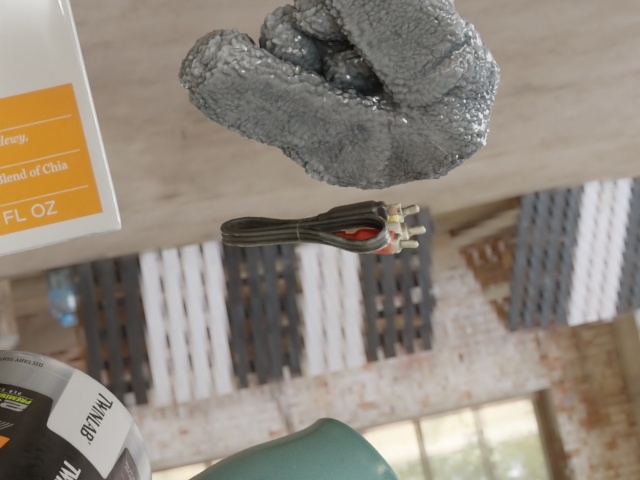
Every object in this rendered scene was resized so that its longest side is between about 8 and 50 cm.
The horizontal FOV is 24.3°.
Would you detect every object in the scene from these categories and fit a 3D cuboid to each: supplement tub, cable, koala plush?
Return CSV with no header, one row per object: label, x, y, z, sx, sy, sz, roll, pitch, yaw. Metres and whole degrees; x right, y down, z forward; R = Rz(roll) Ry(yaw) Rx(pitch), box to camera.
supplement tub,-0.222,0.210,0.905,0.194,0.193,0.316,-13,-162,8
cable,0.000,0.000,2.068,0.287,0.072,0.139,-10,-153,11
koala plush,0.032,-0.164,1.084,0.203,0.221,0.196,36,119,-23

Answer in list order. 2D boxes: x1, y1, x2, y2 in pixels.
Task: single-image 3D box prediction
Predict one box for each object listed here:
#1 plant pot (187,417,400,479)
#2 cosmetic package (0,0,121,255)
plant pot,-0.036,0.352,1.743,0.255,0.271,0.272,-34,-179,-26
cosmetic package,-0.344,-0.212,1.358,0.230,0.453,0.161,-14,-166,-9
